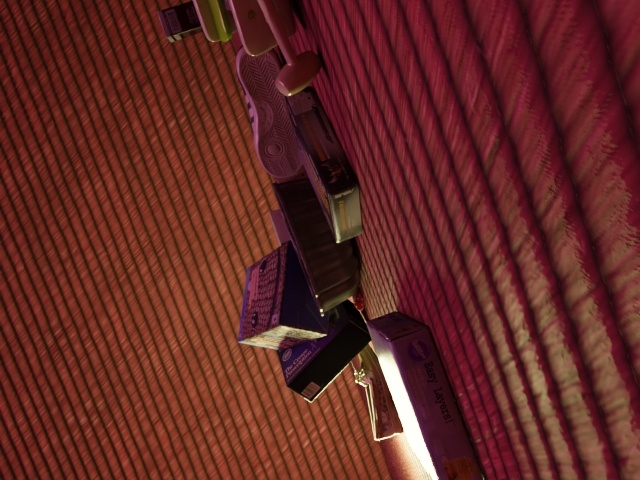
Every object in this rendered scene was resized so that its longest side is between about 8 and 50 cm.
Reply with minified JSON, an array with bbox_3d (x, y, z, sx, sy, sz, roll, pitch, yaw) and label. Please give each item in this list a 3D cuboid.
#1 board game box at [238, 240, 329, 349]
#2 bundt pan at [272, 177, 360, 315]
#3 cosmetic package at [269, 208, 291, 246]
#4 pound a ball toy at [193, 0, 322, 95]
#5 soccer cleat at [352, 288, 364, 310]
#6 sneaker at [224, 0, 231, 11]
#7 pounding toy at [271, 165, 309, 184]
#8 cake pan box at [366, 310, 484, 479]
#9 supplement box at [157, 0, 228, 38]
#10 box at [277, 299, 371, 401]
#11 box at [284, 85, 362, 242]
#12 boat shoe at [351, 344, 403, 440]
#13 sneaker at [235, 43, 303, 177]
[{"bbox_3d":[-0.099,0.160,1.721,0.291,0.141,0.232,-32,48,57],"label":"board game box"},{"bbox_3d":[0.000,0.000,1.450,0.331,0.124,0.330,160,90,-85],"label":"bundt pan"},{"bbox_3d":[-0.062,-0.018,2.003,0.183,0.151,0.151,83,167,-69],"label":"cosmetic package"},{"bbox_3d":[-0.094,-0.398,0.913,0.208,0.136,0.319,31,150,40],"label":"pound a ball toy"},{"bbox_3d":[0.097,0.150,1.604,0.035,0.029,0.083,61,-173,-47],"label":"soccer cleat"},{"bbox_3d":[-0.306,-0.732,1.460,0.158,0.182,0.410,-120,10,-67],"label":"sneaker"},{"bbox_3d":[-0.033,-0.101,1.692,0.206,0.094,0.181,61,175,-28],"label":"pounding toy"},{"bbox_3d":[0.155,0.246,1.004,0.267,0.070,0.245,143,108,-86],"label":"cake pan box"},{"bbox_3d":[-0.305,-0.606,1.669,0.130,0.240,0.073,-126,18,-75],"label":"supplement box"},{"bbox_3d":[0.007,0.296,1.774,0.103,0.261,0.184,39,-170,-22],"label":"box"},{"bbox_3d":[0.007,-0.137,1.143,0.183,0.056,0.231,78,171,-63],"label":"box"},{"bbox_3d":[0.152,0.428,1.788,0.104,0.089,0.285,95,154,-82],"label":"boat shoe"},{"bbox_3d":[-0.115,-0.322,1.496,0.148,0.131,0.350,-104,3,-53],"label":"sneaker"}]
